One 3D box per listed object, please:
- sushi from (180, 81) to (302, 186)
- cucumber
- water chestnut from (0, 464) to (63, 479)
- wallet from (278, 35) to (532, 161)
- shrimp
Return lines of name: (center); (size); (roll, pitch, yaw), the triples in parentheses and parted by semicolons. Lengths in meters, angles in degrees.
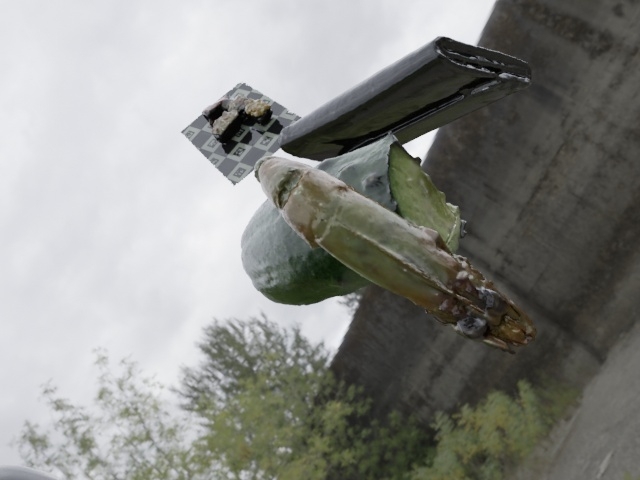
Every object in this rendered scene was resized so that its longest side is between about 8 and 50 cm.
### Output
sushi: (-0.171, -0.242, 1.418); (0.192, 0.279, 0.043); (-41, -45, -6)
cucumber: (-0.002, -0.001, 0.833); (0.325, 0.145, 0.105); (-20, 28, 44)
water chestnut: (-0.344, 0.426, 0.761); (0.302, 0.350, 0.350); (-92, 17, -50)
wallet: (0.129, -0.218, 1.191); (0.228, 0.062, 0.406); (5, -15, -37)
shrimp: (0.058, 0.008, 0.578); (0.061, 0.267, 0.145); (-60, -22, 2)
